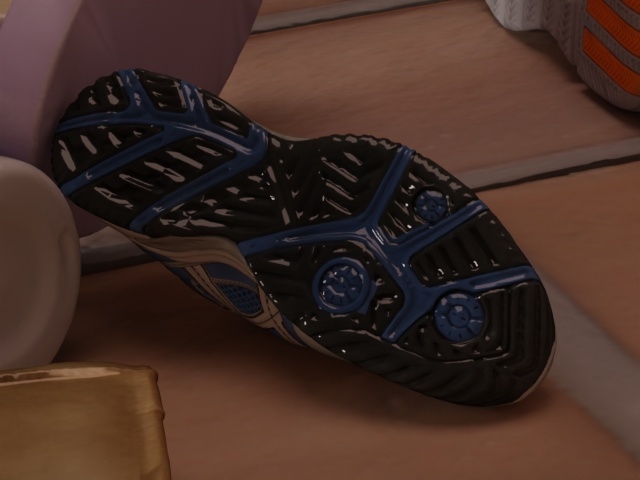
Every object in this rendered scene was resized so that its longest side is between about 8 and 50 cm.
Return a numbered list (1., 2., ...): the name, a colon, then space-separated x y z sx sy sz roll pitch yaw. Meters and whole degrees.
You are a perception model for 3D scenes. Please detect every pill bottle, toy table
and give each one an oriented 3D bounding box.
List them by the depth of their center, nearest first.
1. pill bottle: -0.184 0.003 0.759 0.169 0.094 0.094 11 28 31
2. toy table: -0.137 -0.116 0.884 0.161 0.252 0.274 18 19 10

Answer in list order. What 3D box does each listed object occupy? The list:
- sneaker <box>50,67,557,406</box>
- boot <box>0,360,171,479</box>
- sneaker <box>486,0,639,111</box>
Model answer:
1. sneaker: 0.000 0.000 0.748 0.211 0.081 0.080 30 82 26
2. boot: -0.187 0.070 0.637 0.270 0.089 0.236 -5 27 -7
3. sneaker: 0.194 -0.162 1.061 0.180 0.124 0.321 -7 34 -14
